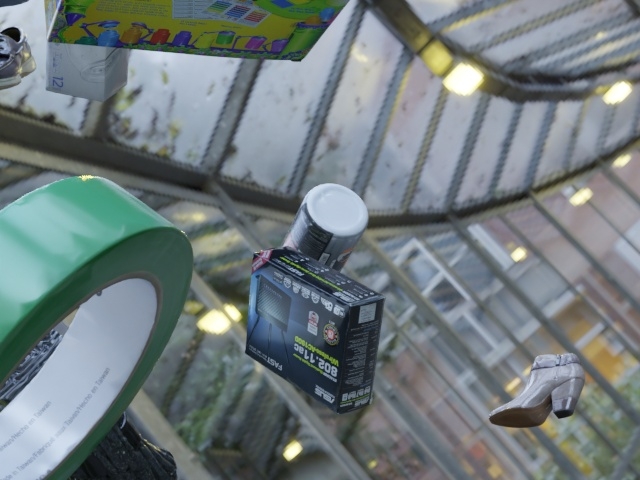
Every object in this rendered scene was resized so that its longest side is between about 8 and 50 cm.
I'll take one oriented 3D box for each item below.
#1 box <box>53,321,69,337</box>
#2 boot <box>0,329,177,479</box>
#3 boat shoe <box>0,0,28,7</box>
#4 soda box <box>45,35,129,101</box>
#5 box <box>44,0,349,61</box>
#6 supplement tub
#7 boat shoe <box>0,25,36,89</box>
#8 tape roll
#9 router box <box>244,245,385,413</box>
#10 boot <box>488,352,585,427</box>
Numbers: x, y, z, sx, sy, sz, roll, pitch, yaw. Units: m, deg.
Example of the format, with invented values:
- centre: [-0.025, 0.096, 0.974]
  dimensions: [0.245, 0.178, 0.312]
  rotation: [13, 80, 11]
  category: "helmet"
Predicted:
- centre: [-0.425, 0.200, 1.518]
  dimensions: [0.184, 0.261, 0.103]
  rotation: [-50, 0, -1]
  category: "box"
- centre: [-0.343, 0.198, 1.316]
  dimensions: [0.131, 0.348, 0.260]
  rotation: [-45, -51, -16]
  category: "boot"
- centre: [-0.619, -0.418, 1.671]
  dimensions: [0.306, 0.105, 0.113]
  rotation: [-9, -3, -10]
  category: "boat shoe"
- centre: [-0.314, -0.343, 1.458]
  dimensions: [0.098, 0.091, 0.286]
  rotation: [-61, -18, -64]
  category: "soda box"
- centre: [-0.107, -0.326, 1.050]
  dimensions: [0.290, 0.177, 0.279]
  rotation: [0, -19, -25]
  category: "box"
- centre: [0.000, 0.000, 1.835]
  dimensions: [0.117, 0.117, 0.190]
  rotation: [-31, -19, -36]
  category: "supplement tub"
- centre: [-0.570, -0.317, 1.864]
  dimensions: [0.103, 0.092, 0.285]
  rotation: [-9, 19, 4]
  category: "boat shoe"
- centre: [-0.230, 0.103, 0.838]
  dimensions: [0.321, 0.077, 0.321]
  rotation: [-51, -13, -17]
  category: "tape roll"
- centre: [-0.007, 0.067, 0.833]
  dimensions: [0.038, 0.122, 0.092]
  rotation: [-12, -64, -39]
  category: "router box"
- centre: [0.267, 0.182, 1.306]
  dimensions: [0.118, 0.087, 0.042]
  rotation: [-10, -46, 22]
  category: "boot"
